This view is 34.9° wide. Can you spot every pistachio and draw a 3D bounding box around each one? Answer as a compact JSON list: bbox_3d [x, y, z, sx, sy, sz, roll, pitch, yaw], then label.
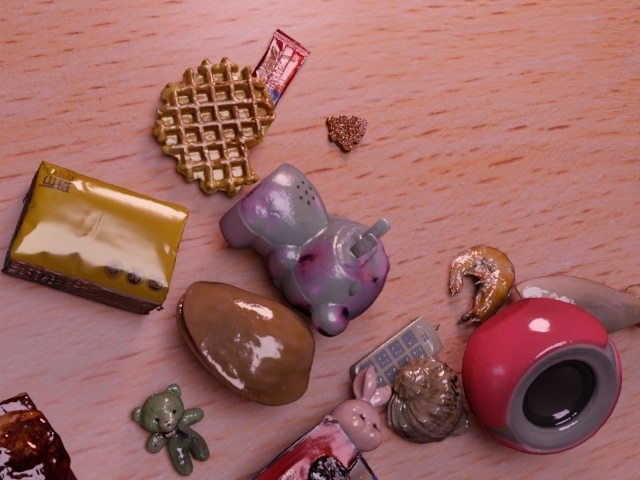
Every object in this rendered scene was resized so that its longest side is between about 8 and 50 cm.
[{"bbox_3d":[-0.133,0.178,1.769,0.261,0.162,0.212,23,34,-12],"label":"pistachio"}]

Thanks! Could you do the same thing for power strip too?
[{"bbox_3d":[0.151,0.220,1.940,0.227,0.029,0.080,-34,89,-26],"label":"power strip"}]

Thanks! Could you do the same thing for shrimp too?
[{"bbox_3d":[0.315,0.090,2.041,0.133,0.051,0.187,26,60,8],"label":"shrimp"}]

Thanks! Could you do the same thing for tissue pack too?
[{"bbox_3d":[-0.380,-0.002,1.734,0.271,0.134,0.192,18,69,-17],"label":"tissue pack"}]

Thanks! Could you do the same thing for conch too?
[{"bbox_3d":[0.202,0.308,1.898,0.155,0.130,0.207,-34,128,11],"label":"conch"}]

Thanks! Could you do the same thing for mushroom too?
[{"bbox_3d":[0.546,0.133,2.074,0.350,0.128,0.128,2,74,-25],"label":"mushroom"}]

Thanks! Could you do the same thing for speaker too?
[{"bbox_3d":[0.414,0.256,1.900,0.294,0.294,0.294,6,73,-20],"label":"speaker"}]

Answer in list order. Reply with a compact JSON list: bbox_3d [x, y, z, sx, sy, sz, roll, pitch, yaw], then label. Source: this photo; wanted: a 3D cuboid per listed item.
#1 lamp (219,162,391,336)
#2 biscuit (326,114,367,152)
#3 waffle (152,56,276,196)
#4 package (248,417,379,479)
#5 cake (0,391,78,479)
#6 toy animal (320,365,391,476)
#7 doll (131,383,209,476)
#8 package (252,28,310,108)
[{"bbox_3d":[0.000,0.000,1.828,0.301,0.247,0.247,48,38,-3],"label":"lamp"},{"bbox_3d":[0.055,-0.222,2.036,0.092,0.016,0.082,-31,83,-27],"label":"biscuit"},{"bbox_3d":[-0.184,-0.218,1.910,0.253,0.056,0.249,-43,92,-21],"label":"waffle"},{"bbox_3d":[0.028,0.448,1.689,0.194,0.071,0.269,-31,61,-27],"label":"package"},{"bbox_3d":[-0.483,0.355,1.505,0.199,0.293,0.196,-29,87,-30],"label":"cake"},{"bbox_3d":[0.063,0.326,1.812,0.124,0.124,0.212,36,79,-9],"label":"toy animal"},{"bbox_3d":[-0.245,0.325,1.733,0.115,0.077,0.150,-36,102,-16],"label":"doll"},{"bbox_3d":[-0.097,-0.319,1.999,0.083,0.022,0.200,32,69,-9],"label":"package"}]
